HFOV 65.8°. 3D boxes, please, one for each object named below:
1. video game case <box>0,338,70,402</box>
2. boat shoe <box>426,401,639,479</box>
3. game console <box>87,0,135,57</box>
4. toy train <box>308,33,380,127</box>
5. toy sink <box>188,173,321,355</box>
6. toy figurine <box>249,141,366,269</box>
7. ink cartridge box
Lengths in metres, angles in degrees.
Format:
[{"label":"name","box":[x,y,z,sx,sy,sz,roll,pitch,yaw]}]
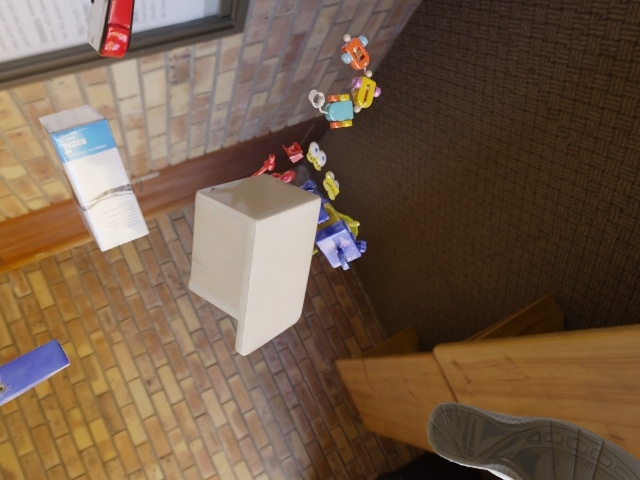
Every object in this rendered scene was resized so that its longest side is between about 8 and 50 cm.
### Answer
[{"label":"video game case","box":[-0.637,0.296,0.907,0.244,0.269,0.061,-29,91,40]},{"label":"boat shoe","box":[0.318,0.321,0.737,0.321,0.103,0.118,0,71,43]},{"label":"game console","box":[-0.442,-0.577,1.048,0.386,0.060,0.341,41,123,53]},{"label":"toy train","box":[0.042,-0.285,0.907,0.125,0.166,0.046,44,165,-31]},{"label":"toy sink","box":[-0.109,0.031,0.782,0.131,0.153,0.234,25,120,28]},{"label":"toy figurine","box":[0.000,0.000,1.017,0.217,0.191,0.362,60,180,38]},{"label":"ink cartridge box","box":[-0.566,-0.159,1.240,0.223,0.129,0.307,31,139,49]}]
